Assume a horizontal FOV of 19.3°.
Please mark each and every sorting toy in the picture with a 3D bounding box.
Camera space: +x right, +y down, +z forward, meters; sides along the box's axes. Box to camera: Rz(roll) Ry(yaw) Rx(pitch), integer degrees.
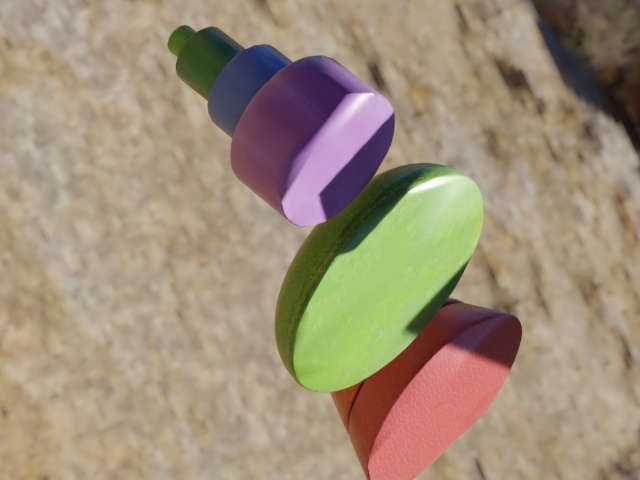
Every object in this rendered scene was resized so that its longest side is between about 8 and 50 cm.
[{"bbox_3d":[0.000,0.000,0.941,0.126,0.127,0.365,40,-11,28],"label":"sorting toy"}]
